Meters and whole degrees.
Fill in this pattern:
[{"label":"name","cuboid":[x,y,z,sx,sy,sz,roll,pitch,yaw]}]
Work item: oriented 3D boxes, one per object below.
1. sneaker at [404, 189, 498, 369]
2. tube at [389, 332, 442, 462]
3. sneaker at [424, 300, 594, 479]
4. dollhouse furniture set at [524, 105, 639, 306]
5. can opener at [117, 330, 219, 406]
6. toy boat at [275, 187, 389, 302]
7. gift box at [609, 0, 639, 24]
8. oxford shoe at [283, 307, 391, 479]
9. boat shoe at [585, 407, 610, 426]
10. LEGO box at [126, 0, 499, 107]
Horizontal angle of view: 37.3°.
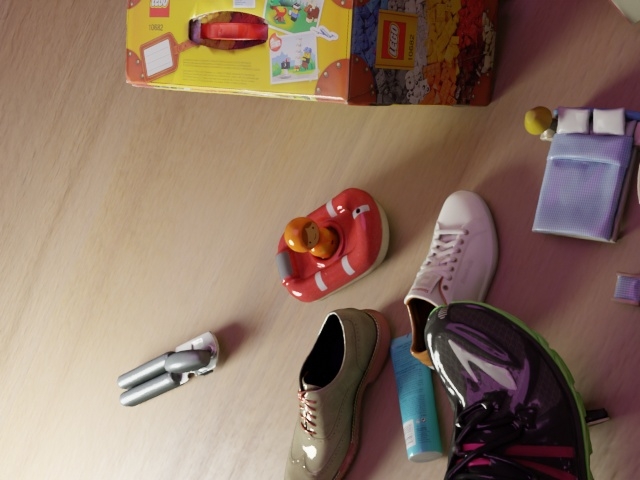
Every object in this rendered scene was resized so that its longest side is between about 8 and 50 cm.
[{"label":"sneaker","cuboid":[0.196,0.052,1.452,0.106,0.123,0.290,-4,73,41]},{"label":"tube","cuboid":[0.149,0.240,1.484,0.080,0.052,0.207,-25,56,30]},{"label":"sneaker","cuboid":[0.246,0.298,1.236,0.185,0.202,0.483,-37,64,41]},{"label":"dollhouse furniture set","cuboid":[0.372,-0.058,1.289,0.303,0.198,0.286,12,84,41]},{"label":"can opener","cuboid":[-0.301,0.247,1.828,0.280,0.093,0.074,-29,61,35]},{"label":"toy boat","cuboid":[0.000,0.000,1.608,0.231,0.151,0.151,-32,59,28]},{"label":"gift box","cuboid":[0.476,-0.473,1.301,0.258,0.255,0.276,-31,53,31]},{"label":"oxford shoe","cuboid":[-0.005,0.268,1.541,0.123,0.130,0.348,18,91,42]},{"label":"boat shoe","cuboid":[0.338,0.246,1.322,0.133,0.049,0.042,-18,74,39]},{"label":"LEGO box","cuboid":[-0.019,-0.332,1.556,0.500,0.372,0.193,12,103,41]}]
